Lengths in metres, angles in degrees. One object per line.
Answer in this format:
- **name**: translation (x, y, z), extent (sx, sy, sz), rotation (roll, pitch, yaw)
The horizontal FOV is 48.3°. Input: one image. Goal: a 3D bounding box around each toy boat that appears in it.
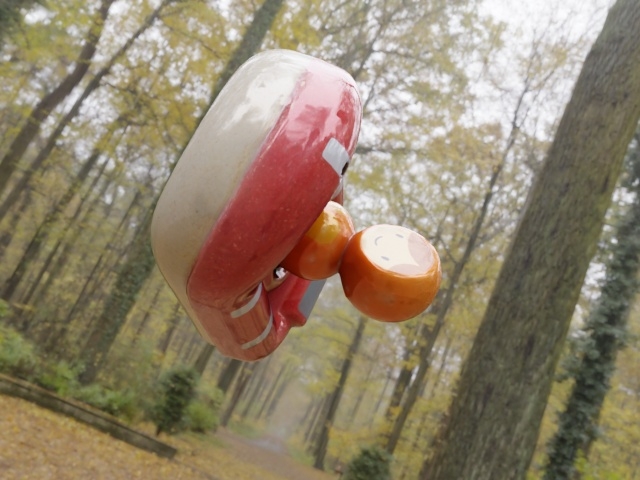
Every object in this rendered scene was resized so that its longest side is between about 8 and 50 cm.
- **toy boat**: translation (0.000, 0.000, 0.427), extent (0.151, 0.151, 0.231), rotation (22, -21, 11)
